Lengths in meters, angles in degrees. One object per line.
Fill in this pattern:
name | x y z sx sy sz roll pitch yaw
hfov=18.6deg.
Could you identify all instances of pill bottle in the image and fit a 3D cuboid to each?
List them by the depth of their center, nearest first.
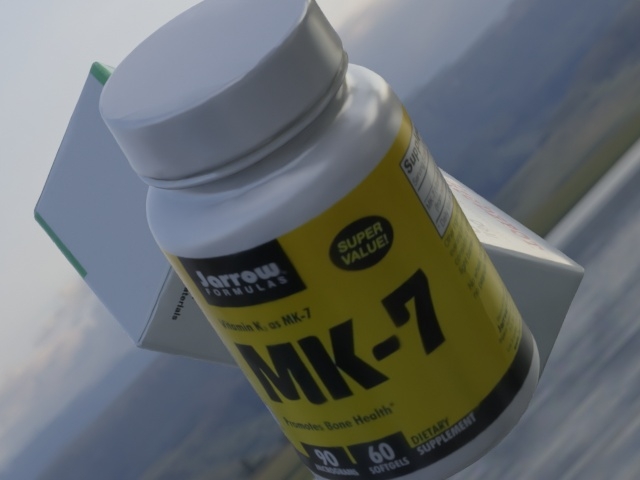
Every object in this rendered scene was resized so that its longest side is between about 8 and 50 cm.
pill bottle | 0.000 0.000 0.837 0.119 0.208 0.119 -24 29 14

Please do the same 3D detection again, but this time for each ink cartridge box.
ink cartridge box | -0.009 0.003 1.268 0.211 0.289 0.121 41 112 55
